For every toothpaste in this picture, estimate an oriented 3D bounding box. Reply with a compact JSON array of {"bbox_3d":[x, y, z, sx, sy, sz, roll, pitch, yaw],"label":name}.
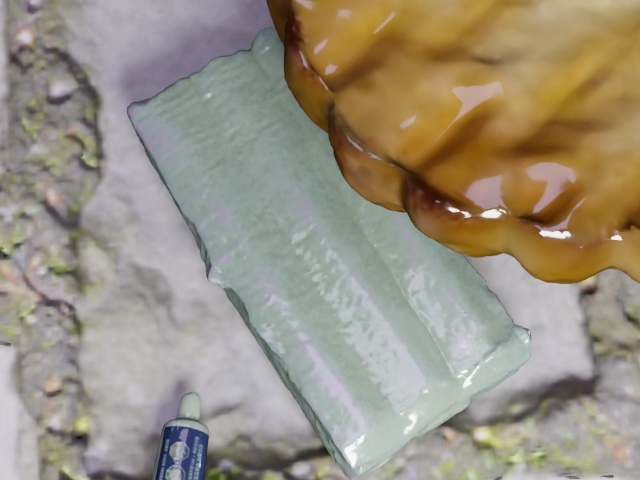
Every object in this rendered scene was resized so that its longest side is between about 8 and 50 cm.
[{"bbox_3d":[-0.074,0.140,0.908,0.037,0.021,0.140,7,66,3],"label":"toothpaste"}]

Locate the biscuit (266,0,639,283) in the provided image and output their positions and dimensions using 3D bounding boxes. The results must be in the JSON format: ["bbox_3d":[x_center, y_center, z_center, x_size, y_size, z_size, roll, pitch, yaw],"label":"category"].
[{"bbox_3d":[0.133,-0.112,0.956,0.326,0.107,0.325,2,60,-4],"label":"biscuit"}]

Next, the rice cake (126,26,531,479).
[{"bbox_3d":[0.000,0.000,0.963,0.127,0.043,0.237,-30,67,-13],"label":"rice cake"}]
